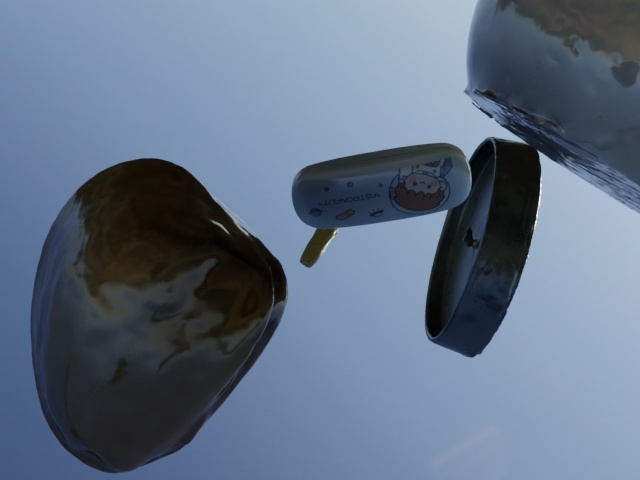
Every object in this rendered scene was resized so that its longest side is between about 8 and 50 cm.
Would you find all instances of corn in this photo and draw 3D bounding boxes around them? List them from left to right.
[{"bbox_3d":[0.000,0.000,1.317,0.027,0.083,0.028,28,172,30],"label":"corn"}]

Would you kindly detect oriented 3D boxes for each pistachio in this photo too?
[{"bbox_3d":[-0.159,0.066,0.817,0.212,0.261,0.163,38,-171,18],"label":"pistachio"}]

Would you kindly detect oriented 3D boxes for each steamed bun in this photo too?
[{"bbox_3d":[0.281,-0.174,0.740,0.309,0.310,0.309,16,-156,-7],"label":"steamed bun"}]

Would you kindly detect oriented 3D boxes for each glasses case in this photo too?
[{"bbox_3d":[0.060,-0.053,0.949,0.178,0.067,0.045,-9,-145,7],"label":"glasses case"}]

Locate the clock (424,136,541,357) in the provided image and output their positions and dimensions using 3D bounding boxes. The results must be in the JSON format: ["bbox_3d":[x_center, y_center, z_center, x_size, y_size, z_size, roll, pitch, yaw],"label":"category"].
[{"bbox_3d":[0.195,0.006,1.190,0.055,0.281,0.281,16,-156,-4],"label":"clock"}]
